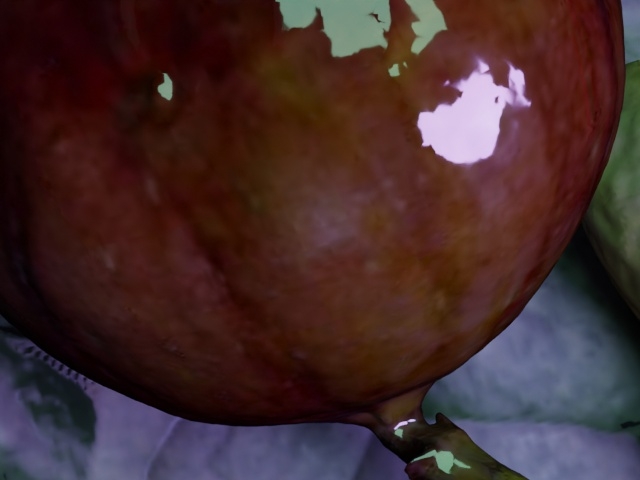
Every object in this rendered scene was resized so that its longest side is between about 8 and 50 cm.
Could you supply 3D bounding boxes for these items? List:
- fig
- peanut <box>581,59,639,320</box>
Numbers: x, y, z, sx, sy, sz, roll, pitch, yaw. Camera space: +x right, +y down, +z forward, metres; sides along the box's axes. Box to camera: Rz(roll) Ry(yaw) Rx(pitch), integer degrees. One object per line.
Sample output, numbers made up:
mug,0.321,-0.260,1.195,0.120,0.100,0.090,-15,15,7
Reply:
fig,-0.004,-0.012,0.547,0.203,0.186,0.249,-19,119,-1
peanut,0.161,0.027,0.609,0.099,0.099,0.214,-35,77,-23
